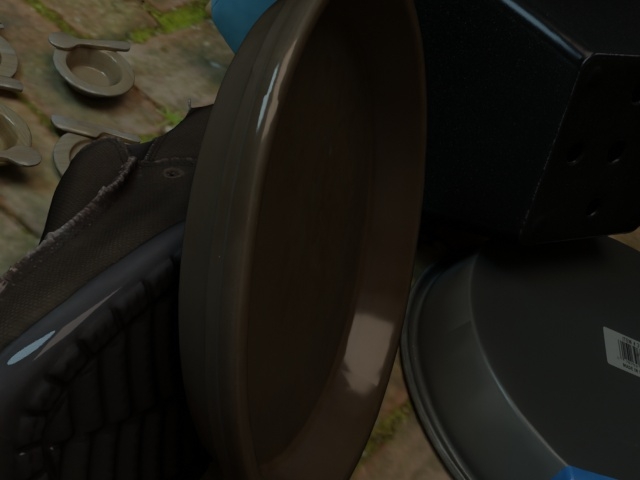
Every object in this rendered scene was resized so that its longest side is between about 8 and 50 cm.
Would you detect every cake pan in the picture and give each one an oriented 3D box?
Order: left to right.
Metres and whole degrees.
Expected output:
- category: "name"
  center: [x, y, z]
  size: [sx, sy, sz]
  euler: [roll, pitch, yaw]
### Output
- category: "cake pan"
  center: [0.192, 0.096, 0.694]
  size: [0.293, 0.054, 0.293]
  euler: [19, 40, -16]

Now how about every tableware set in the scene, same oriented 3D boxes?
- category: "tableware set"
  center: [-0.176, -0.086, 0.664]
  size: [0.141, 0.020, 0.169]
  euler: [5, 45, -31]

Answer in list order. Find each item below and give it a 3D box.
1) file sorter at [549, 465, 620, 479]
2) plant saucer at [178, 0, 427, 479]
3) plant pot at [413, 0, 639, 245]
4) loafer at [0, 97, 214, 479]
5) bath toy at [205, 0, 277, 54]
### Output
- category: "file sorter"
  center: [0.163, 0.200, 0.512]
  size: [0.170, 0.118, 0.104]
  euler: [19, 43, -17]
- category: "plant saucer"
  center: [0.000, 0.000, 0.523]
  size: [0.041, 0.278, 0.278]
  euler: [8, 34, 19]
- category: "plant pot"
  center: [0.137, -0.095, 0.716]
  size: [0.188, 0.187, 0.167]
  euler: [-5, 31, -37]
- category: "loafer"
  center: [-0.088, 0.018, 0.551]
  size: [0.130, 0.134, 0.366]
  euler: [12, 25, 16]
- category: "bath toy"
  center: [0.007, -0.249, 0.880]
  size: [0.151, 0.129, 0.348]
  euler: [51, 27, -35]
